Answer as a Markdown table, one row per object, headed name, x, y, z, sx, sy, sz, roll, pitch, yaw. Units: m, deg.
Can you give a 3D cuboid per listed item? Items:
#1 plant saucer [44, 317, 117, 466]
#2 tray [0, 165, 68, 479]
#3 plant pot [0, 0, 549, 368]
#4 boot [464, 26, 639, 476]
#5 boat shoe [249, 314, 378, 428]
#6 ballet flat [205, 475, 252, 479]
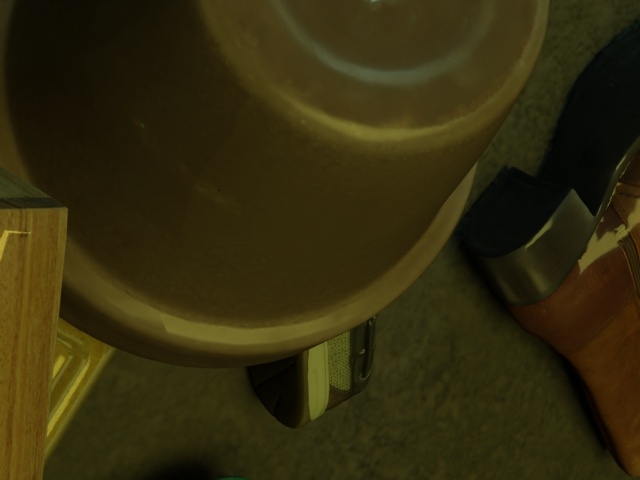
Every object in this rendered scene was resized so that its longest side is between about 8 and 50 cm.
| name | x | y | z | sx | sy | sz | roll | pitch | yaw |
| --- | --- | --- | --- | --- | --- | --- | --- | --- | --- |
| plant saucer | -0.259 | 0.087 | 0.692 | 0.333 | 0.081 | 0.332 | 35 | 83 | -39 |
| tray | -0.192 | 0.159 | 0.583 | 0.076 | 0.203 | 0.411 | -1 | 107 | -35 |
| plant pot | -0.020 | -0.085 | 0.654 | 0.263 | 0.229 | 0.263 | 4 | 78 | -19 |
| boot | 0.256 | 0.005 | 1.038 | 0.264 | 0.096 | 0.280 | -51 | 129 | -12 |
| boat shoe | 0.001 | 0.001 | 0.861 | 0.073 | 0.080 | 0.223 | -17 | 121 | -38 |
| ballet flat | -0.128 | 0.212 | 0.823 | 0.247 | 0.087 | 0.083 | -29 | 95 | -36 |
